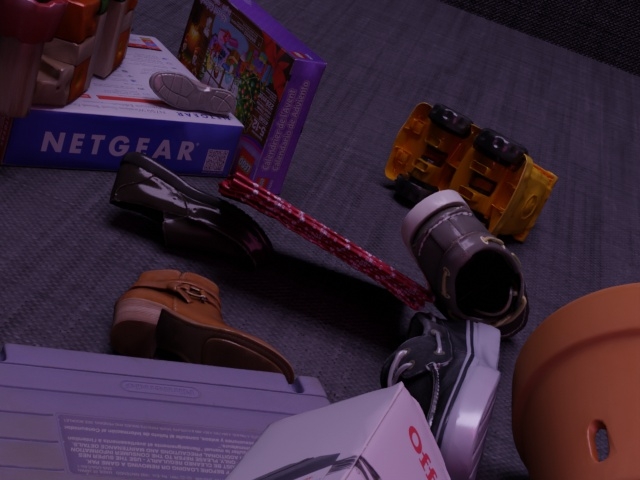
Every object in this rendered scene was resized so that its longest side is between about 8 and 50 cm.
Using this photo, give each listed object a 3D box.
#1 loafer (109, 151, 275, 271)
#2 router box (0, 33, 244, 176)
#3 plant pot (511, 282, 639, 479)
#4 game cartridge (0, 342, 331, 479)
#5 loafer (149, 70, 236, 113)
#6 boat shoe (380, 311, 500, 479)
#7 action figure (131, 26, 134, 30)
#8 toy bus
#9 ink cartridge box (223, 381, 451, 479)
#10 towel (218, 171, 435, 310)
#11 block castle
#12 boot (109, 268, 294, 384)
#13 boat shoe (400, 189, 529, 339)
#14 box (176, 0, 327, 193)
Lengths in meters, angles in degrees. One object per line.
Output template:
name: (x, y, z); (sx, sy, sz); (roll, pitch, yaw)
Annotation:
loafer: (-0.157, -0.018, 1.577); (0.220, 0.078, 0.080); (30, -19, 6)
router box: (-0.321, -0.199, 1.803); (0.335, 0.082, 0.301); (2, 30, -35)
plant pot: (0.314, 0.213, 1.217); (0.290, 0.291, 0.203); (19, 41, -2)
game cartridge: (-0.136, 0.187, 1.160); (0.355, 0.068, 0.230); (9, 30, -23)
loafer: (-0.175, -0.196, 1.764); (0.125, 0.045, 0.039); (14, 8, -30)
boat shoe: (0.118, 0.160, 1.368); (0.119, 0.121, 0.335); (14, 12, 5)
action figure: (-0.396, -0.403, 2.112); (0.275, 0.141, 0.164); (31, 24, 31)
toy bus: (0.240, -0.095, 1.961); (0.220, 0.149, 0.211); (34, 14, 34)
ink cartridge box: (0.006, 0.266, 0.875); (0.129, 0.223, 0.307); (-19, 11, 24)
towel: (0.000, 0.000, 1.554); (0.275, 0.031, 0.199); (32, -1, -5)
block castle: (-0.401, -0.347, 1.693); (0.303, 0.213, 0.453); (20, 24, 3)
boot: (-0.115, 0.087, 1.372); (0.197, 0.073, 0.152); (21, 20, -4)
boat shoe: (0.182, 0.053, 1.522); (0.091, 0.109, 0.305); (53, 3, 35)
box: (-0.114, -0.222, 1.866); (0.057, 0.201, 0.293); (2, 29, -35)
